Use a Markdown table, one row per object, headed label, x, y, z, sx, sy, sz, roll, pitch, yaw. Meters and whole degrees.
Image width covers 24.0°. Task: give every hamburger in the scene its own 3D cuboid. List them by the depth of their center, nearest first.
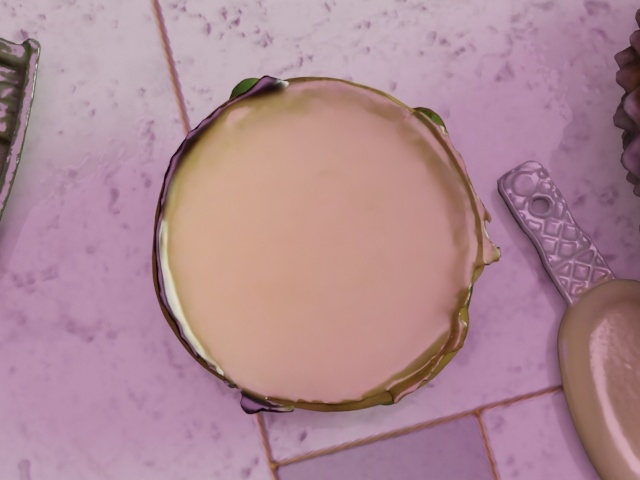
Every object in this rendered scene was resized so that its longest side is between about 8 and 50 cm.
| label | x | y | z | sx | sy | sz | roll | pitch | yaw |
| --- | --- | --- | --- | --- | --- | --- | --- | --- | --- |
| hamburger | 0.000 | 0.000 | 1.004 | 0.237 | 0.149 | 0.237 | 0 | 89 | -1 |

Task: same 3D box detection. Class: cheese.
| label | x | y | z | sx | sy | sz | roll | pitch | yaw |
| --- | --- | --- | --- | --- | --- | --- | --- | --- | --- |
| cheese | 0.199 | 0.056 | 1.043 | 0.127 | 0.054 | 0.252 | -30 | 81 | -9 |

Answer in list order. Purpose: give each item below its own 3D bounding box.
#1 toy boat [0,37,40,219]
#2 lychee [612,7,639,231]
| label | x | y | z | sx | sy | sz | roll | pitch | yaw |
| --- | --- | --- | --- | --- | --- | --- | --- | --- | --- |
| toy boat | -0.272 | -0.009 | 1.049 | 0.093 | 0.055 | 0.293 | 19 | 80 | 2 |
| lychee | 0.389 | -0.060 | 0.907 | 0.432 | 0.380 | 0.380 | 31 | 81 | 19 |
